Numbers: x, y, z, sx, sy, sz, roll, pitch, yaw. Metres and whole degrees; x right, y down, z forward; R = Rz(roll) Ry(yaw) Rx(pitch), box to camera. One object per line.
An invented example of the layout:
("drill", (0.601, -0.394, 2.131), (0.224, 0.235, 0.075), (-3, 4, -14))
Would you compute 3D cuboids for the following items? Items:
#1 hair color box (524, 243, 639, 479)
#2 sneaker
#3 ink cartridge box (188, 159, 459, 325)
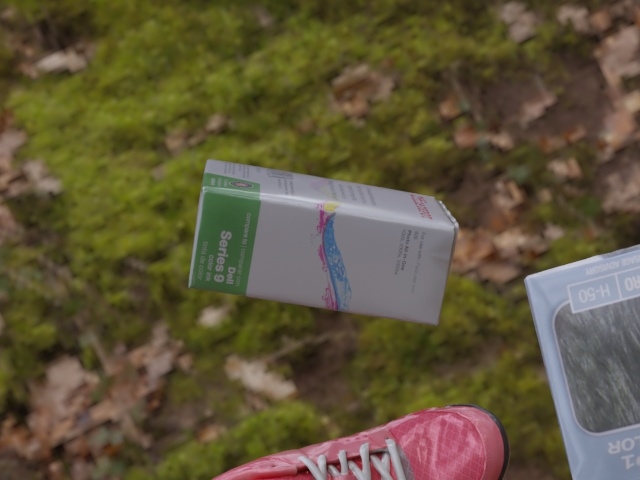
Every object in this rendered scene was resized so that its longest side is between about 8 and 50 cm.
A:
("hair color box", (0.253, 0.069, 0.933), (0.185, 0.113, 0.374), (-16, -13, 18))
("sneaker", (0.006, 0.220, 1.431), (0.314, 0.116, 0.136), (-22, -20, 12))
("ink cartridge box", (0.000, 0.000, 1.467), (0.212, 0.093, 0.154), (7, 10, -4))
